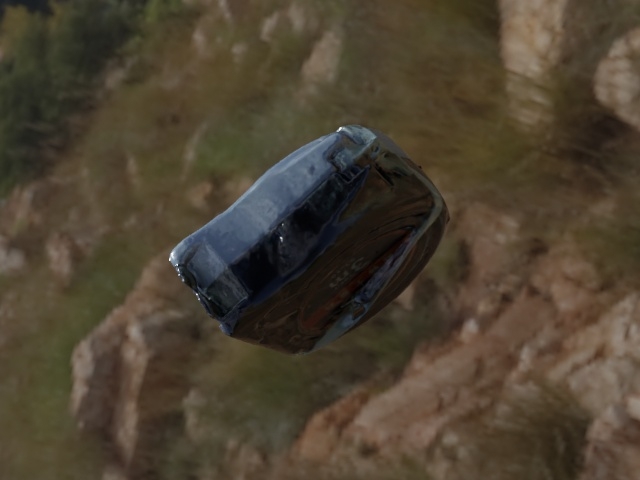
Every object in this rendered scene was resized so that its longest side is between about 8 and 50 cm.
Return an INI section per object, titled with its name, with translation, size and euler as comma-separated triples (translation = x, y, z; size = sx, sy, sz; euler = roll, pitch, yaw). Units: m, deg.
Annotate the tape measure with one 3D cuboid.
[tape measure]
translation = 0.002, 0.001, 1.071
size = 0.182, 0.181, 0.107
euler = -41, 68, 1
